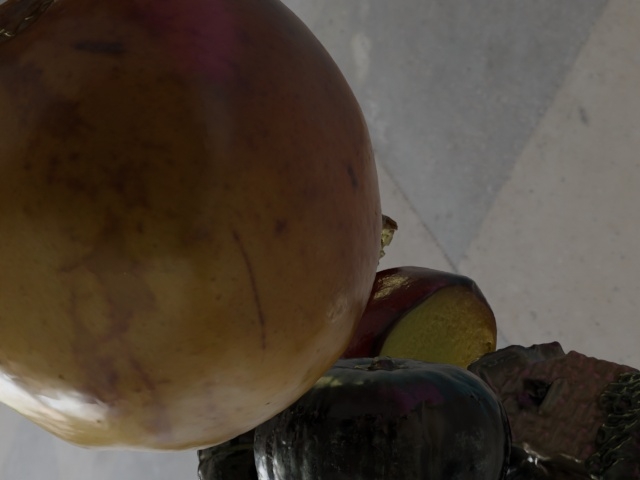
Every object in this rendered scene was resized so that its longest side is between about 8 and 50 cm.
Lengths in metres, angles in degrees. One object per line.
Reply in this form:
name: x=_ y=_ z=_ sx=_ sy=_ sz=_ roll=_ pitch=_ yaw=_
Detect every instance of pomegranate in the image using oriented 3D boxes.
pomegranate: x=-0.094 y=-0.010 z=0.575 sx=0.264 sy=0.264 sz=0.264 roll=-27 pitch=57 yaw=53

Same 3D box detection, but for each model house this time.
model house: x=0.253 y=0.281 z=1.243 sx=0.284 sy=0.243 sz=0.298 roll=16 pitch=61 yaw=30

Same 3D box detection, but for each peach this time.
peach: x=0.131 y=0.153 z=1.677 sx=0.274 sy=0.249 sz=0.245 roll=-42 pitch=57 yaw=-6

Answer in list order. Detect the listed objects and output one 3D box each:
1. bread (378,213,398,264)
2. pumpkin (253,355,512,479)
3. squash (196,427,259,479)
bread: x=0.000 y=0.000 z=1.788 sx=0.139 sy=0.229 sz=0.143 roll=34 pitch=115 yaw=36
pumpkin: x=0.057 y=0.186 z=0.985 sx=0.233 sy=0.233 sz=0.163 roll=-9 pitch=84 yaw=58
squash: x=-0.019 y=0.260 z=1.278 sx=0.165 sy=0.252 sz=0.252 roll=93 pitch=175 yaw=-67
